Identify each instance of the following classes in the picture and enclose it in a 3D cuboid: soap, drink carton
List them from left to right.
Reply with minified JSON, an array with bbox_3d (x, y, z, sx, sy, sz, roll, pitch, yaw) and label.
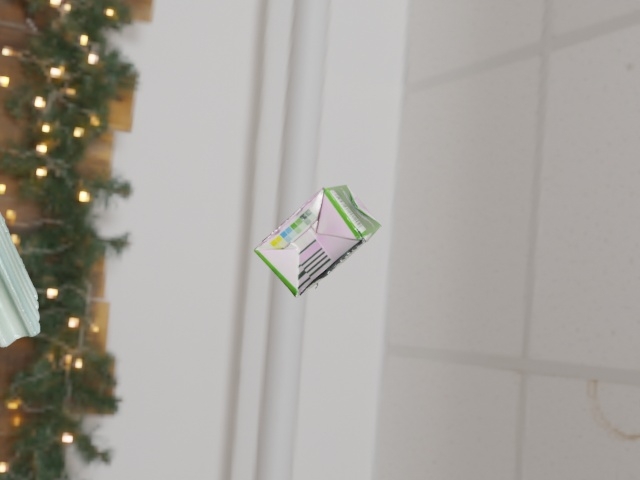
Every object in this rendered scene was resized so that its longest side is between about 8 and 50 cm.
[{"bbox_3d":[-0.456,0.034,1.506,0.119,0.066,0.198,-123,-164,-59],"label":"soap"},{"bbox_3d":[0.000,0.000,1.761,0.161,0.108,0.271,-40,177,10],"label":"drink carton"}]
